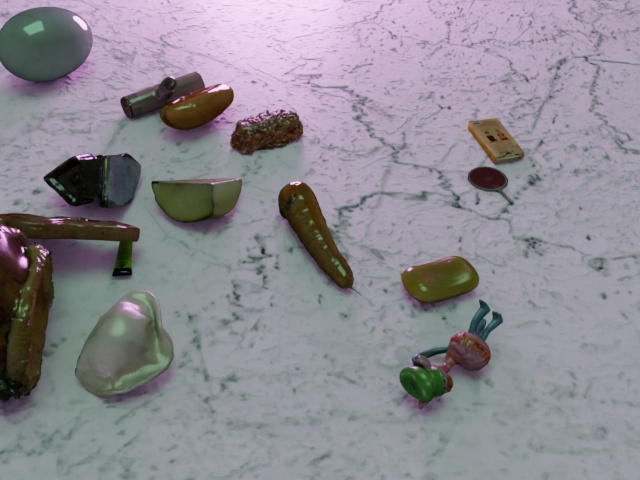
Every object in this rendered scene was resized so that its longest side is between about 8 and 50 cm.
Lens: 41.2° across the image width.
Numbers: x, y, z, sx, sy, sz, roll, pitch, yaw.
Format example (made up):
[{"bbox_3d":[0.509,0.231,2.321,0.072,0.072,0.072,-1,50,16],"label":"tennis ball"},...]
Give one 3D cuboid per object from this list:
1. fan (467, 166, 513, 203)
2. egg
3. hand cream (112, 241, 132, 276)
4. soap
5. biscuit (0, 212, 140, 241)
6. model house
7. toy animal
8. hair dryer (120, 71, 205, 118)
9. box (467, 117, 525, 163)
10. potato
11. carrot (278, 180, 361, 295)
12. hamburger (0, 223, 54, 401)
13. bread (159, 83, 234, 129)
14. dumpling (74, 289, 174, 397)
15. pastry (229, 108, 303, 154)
[{"bbox_3d":[0.362,-0.116,1.774,0.085,0.005,0.133,-16,44,-20],"label":"fan"},{"bbox_3d":[-0.642,-0.460,1.992,0.168,0.168,0.230,34,45,31],"label":"egg"},{"bbox_3d":[-0.361,0.021,1.573,0.036,0.023,0.122,-3,42,-3],"label":"hand cream"},{"bbox_3d":[0.214,0.071,1.528,0.140,0.045,0.089,-13,47,-19],"label":"soap"},{"bbox_3d":[-0.489,-0.024,1.530,0.319,0.047,0.183,4,4,1],"label":"biscuit"},{"bbox_3d":[-0.451,-0.119,1.686,0.152,0.106,0.165,-1,5,14],"label":"model house"},{"bbox_3d":[0.209,0.182,1.377,0.208,0.100,0.103,-40,34,-27],"label":"toy animal"},{"bbox_3d":[-0.320,-0.344,1.875,0.195,0.054,0.220,-26,5,-27],"label":"hair dryer"},{"bbox_3d":[0.387,-0.221,1.883,0.073,0.020,0.149,-9,43,-14],"label":"box"},{"bbox_3d":[-0.239,-0.081,1.679,0.149,0.081,0.120,4,8,26],"label":"potato"},{"bbox_3d":[0.000,0.000,1.586,0.078,0.078,0.298,-16,49,-19],"label":"carrot"},{"bbox_3d":[-0.501,0.099,1.344,0.132,0.211,0.309,2,40,-7],"label":"hamburger"},{"bbox_3d":[-0.269,-0.290,1.880,0.114,0.078,0.189,12,36,43],"label":"bread"},{"bbox_3d":[-0.297,0.167,1.357,0.134,0.100,0.169,23,46,17],"label":"dumpling"},{"bbox_3d":[-0.118,-0.244,1.854,0.169,0.063,0.087,-18,48,-22],"label":"pastry"}]
